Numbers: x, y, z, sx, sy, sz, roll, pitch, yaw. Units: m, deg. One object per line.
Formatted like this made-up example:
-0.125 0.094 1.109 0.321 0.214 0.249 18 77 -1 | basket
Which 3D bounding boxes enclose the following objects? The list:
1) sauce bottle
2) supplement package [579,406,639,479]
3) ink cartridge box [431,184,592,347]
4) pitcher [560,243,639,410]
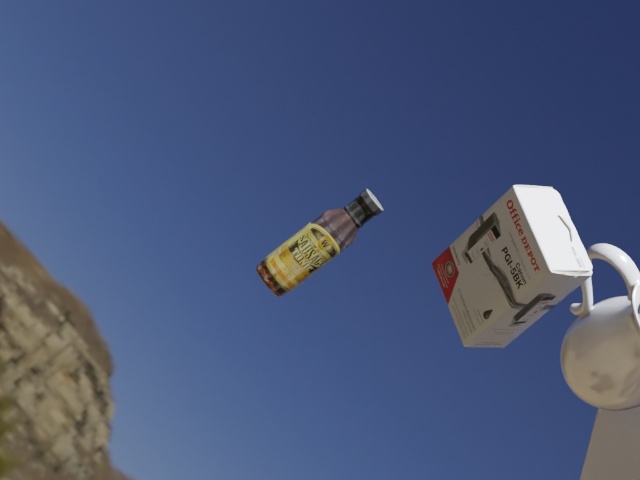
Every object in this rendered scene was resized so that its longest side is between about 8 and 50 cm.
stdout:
0.000 0.000 1.225 0.042 0.128 0.042 48 10 -11 | sauce bottle
0.519 0.277 1.806 0.261 0.204 0.145 18 8 32 | supplement package
0.176 0.025 1.235 0.135 0.056 0.099 -48 -129 41 | ink cartridge box
0.336 0.098 1.496 0.178 0.125 0.207 48 -26 7 | pitcher
